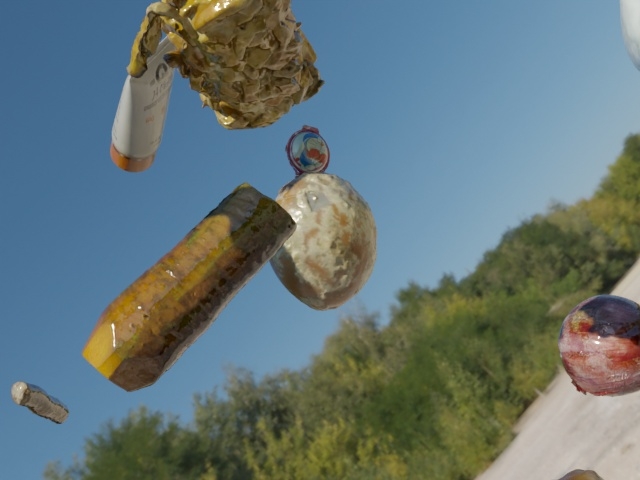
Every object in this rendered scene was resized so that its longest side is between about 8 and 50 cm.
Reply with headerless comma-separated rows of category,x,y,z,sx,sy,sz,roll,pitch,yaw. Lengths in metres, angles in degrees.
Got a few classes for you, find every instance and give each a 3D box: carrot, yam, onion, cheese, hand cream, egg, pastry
carrot,-0.167,0.058,1.005,0.302,0.114,0.114,-46,-16,-11
yam,-0.590,0.344,1.662,0.057,0.057,0.241,-43,-18,-15
onion,0.464,0.159,1.196,0.195,0.159,0.159,-8,19,47
cheese,-0.024,-0.142,1.451,0.095,0.145,0.038,11,-14,-28
hand cream,-0.308,-0.243,1.381,0.139,0.089,0.314,-57,-1,-32
egg,0.000,0.000,1.317,0.195,0.195,0.233,-4,-87,-67
pastry,-0.090,-0.191,0.741,0.154,0.102,0.250,-12,-18,10

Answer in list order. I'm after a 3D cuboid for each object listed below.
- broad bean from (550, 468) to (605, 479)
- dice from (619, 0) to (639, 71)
broad bean,0.223,0.336,0.784,0.228,0.122,0.156,-51,-18,-11
dice,0.441,-0.189,0.519,0.348,0.330,0.328,16,-70,-30
